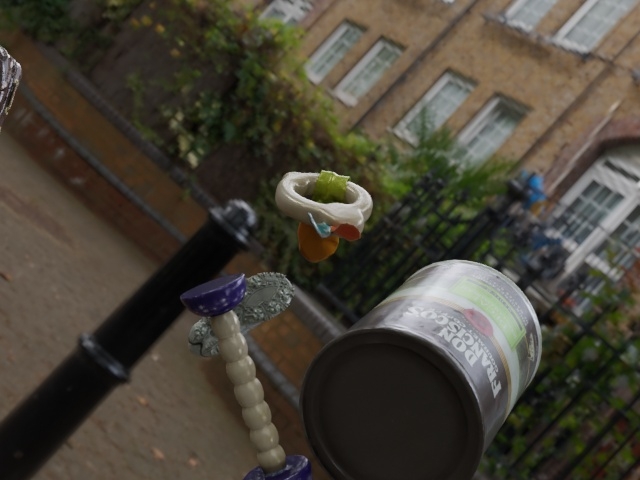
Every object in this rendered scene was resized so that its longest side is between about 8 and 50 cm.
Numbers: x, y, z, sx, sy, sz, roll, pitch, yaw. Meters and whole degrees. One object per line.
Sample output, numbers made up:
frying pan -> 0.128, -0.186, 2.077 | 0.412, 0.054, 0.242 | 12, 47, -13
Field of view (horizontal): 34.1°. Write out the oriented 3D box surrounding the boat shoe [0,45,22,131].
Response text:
boat shoe -> -0.346, -0.095, 1.022 | 0.073, 0.207, 0.073 | 14, -12, 26

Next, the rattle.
rattle -> 0.000, 0.000, 1.314 | 0.130, 0.143, 0.200 | 18, 22, -25

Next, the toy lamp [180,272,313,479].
toy lamp -> -0.070, 0.175, 1.084 | 0.080, 0.080, 0.275 | -145, -144, -82

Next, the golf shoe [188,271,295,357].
golf shoe -> -0.118, 0.106, 1.484 | 0.069, 0.176, 0.086 | 56, -25, 6

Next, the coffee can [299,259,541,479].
coffee can -> 0.123, 0.153, 1.186 | 0.201, 0.201, 0.275 | 43, 27, 8
